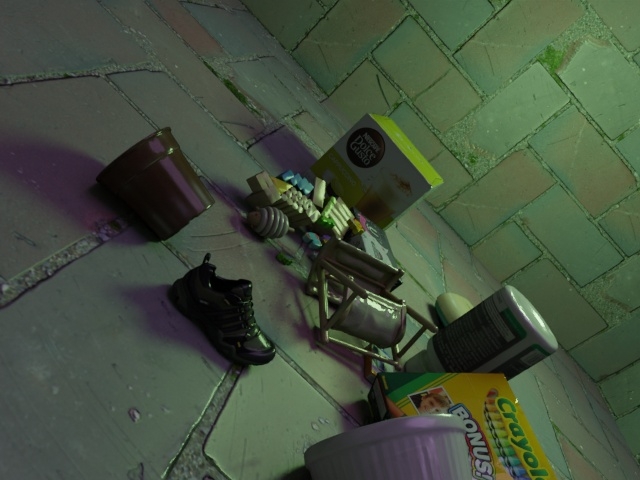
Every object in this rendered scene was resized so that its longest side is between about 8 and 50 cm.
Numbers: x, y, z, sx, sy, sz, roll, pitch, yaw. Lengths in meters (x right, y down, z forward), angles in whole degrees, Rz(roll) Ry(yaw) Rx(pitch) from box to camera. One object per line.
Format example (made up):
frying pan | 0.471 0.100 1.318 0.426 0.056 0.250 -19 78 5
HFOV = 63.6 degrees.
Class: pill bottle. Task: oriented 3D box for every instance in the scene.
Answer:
pill bottle | 0.418 0.300 1.381 0.204 0.361 0.204 41 23 -21

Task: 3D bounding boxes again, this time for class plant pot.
plant pot | -0.298 -0.098 0.973 0.165 0.167 0.167 53 21 -11

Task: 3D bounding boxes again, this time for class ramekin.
ramekin | 0.116 0.379 0.826 0.273 0.273 0.127 25 43 -46

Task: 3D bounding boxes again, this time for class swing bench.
swing bench | 0.114 0.153 1.287 0.253 0.165 0.254 27 22 -29

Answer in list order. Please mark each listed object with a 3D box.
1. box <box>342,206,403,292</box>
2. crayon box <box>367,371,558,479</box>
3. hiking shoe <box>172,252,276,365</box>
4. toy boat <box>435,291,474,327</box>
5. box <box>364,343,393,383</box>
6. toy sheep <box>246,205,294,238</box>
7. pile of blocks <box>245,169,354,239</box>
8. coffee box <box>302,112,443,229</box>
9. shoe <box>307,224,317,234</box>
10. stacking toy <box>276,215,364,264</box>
box | 0.120 0.046 1.536 0.163 0.142 0.247 36 24 -30
crayon box | 0.292 0.443 1.048 0.314 0.106 0.362 3 39 -14
hiking shoe | -0.151 0.129 0.914 0.227 0.114 0.086 44 23 -13
toy boat | 0.561 0.338 1.926 0.318 0.148 0.267 26 25 -30
box | 0.147 0.316 1.292 0.081 0.028 0.136 43 20 -13
toy sheep | -0.125 -0.044 1.300 0.132 0.091 0.091 12 38 -29
pile of blocks | -0.068 -0.106 1.444 0.362 0.113 0.148 28 62 -38
coffee box | 0.204 -0.227 1.892 0.337 0.334 0.338 51 21 6
shoe | 0.005 -0.082 1.643 0.076 0.058 0.219 42 22 -16
stacking toy | 0.000 0.000 1.349 0.221 0.167 0.052 9 44 -57
